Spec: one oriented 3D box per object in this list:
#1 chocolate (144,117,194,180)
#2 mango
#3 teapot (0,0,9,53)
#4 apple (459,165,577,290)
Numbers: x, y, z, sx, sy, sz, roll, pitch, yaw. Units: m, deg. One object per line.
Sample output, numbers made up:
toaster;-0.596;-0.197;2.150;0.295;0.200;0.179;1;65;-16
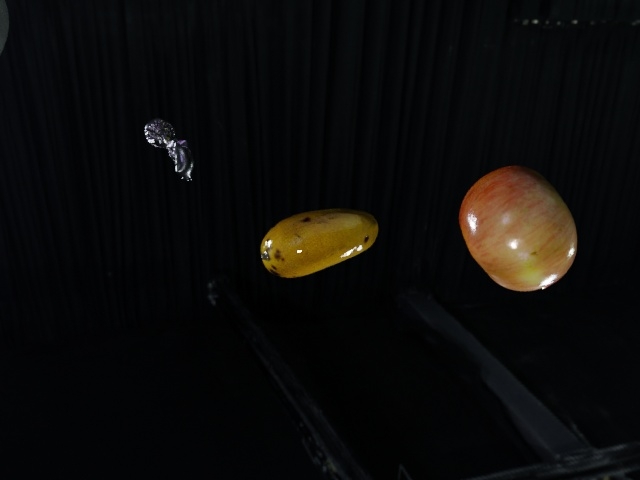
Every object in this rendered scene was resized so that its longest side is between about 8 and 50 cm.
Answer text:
chocolate;-0.279;-0.180;1.234;0.070;0.072;0.147;-33;-126;-25
mango;-0.001;0.000;0.944;0.178;0.090;0.115;-13;177;4
teapot;-0.407;-0.315;0.588;0.253;0.344;0.300;45;-127;8
apple;0.318;-0.016;1.049;0.164;0.209;0.209;-28;-157;8
